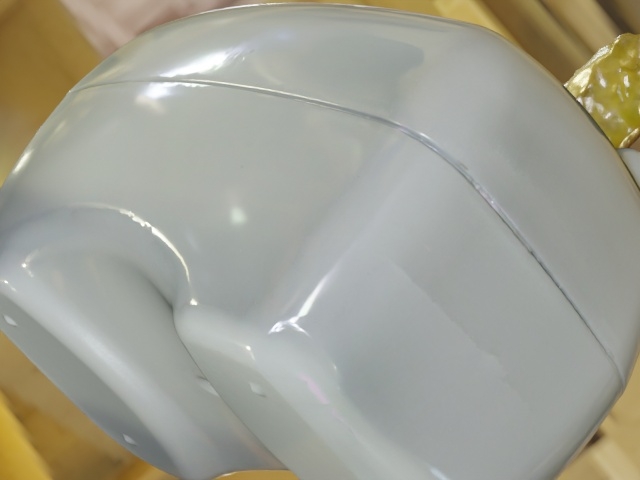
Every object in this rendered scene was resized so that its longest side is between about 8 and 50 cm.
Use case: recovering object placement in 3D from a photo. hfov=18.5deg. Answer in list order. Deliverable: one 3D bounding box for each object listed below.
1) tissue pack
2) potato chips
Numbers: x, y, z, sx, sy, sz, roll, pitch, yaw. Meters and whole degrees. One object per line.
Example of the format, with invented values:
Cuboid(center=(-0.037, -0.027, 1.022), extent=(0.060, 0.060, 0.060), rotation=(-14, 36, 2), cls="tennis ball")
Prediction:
Cuboid(center=(0.000, 0.000, 0.985), extent=(0.333, 0.236, 0.229), rotation=(9, 147, 51), cls="tissue pack")
Cuboid(center=(0.099, -0.010, 1.195), extent=(0.057, 0.080, 0.407), rotation=(43, 151, 2), cls="potato chips")
